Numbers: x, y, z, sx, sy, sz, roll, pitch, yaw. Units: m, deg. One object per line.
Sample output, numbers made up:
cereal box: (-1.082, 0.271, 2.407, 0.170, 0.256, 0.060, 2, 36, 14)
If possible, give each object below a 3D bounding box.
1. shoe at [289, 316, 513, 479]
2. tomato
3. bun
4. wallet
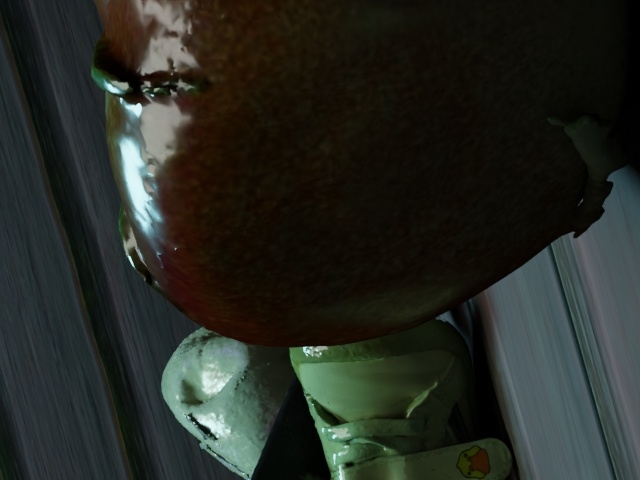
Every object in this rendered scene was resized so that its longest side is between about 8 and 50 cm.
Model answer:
shoe: (0.068, 0.151, 1.309, 0.262, 0.140, 0.128, 72, -177, -47)
tomato: (0.017, -0.101, 0.807, 0.303, 0.239, 0.303, -7, -90, -89)
bun: (-0.042, 0.183, 1.893, 0.273, 0.168, 0.273, 36, 179, 1)
wallet: (0.014, 0.192, 1.418, 0.170, 0.044, 0.321, 62, -148, -31)
